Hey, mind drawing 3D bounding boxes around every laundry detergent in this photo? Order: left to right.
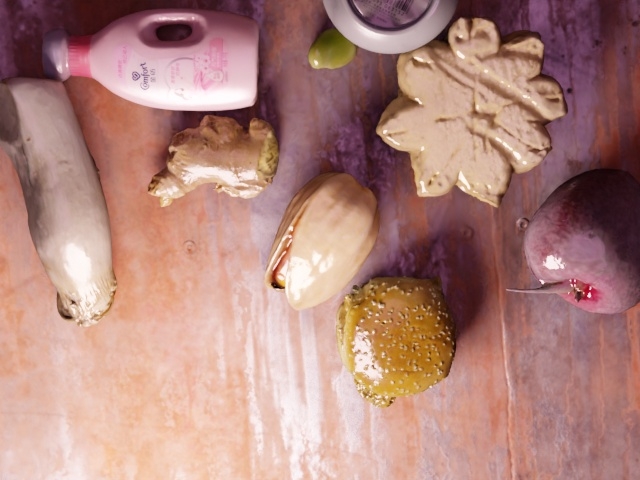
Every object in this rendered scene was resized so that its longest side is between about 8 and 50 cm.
[{"bbox_3d":[-0.264,-0.287,1.778,0.335,0.088,0.159,3,93,-1],"label":"laundry detergent"}]

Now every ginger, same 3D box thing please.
[{"bbox_3d":[-0.173,-0.130,1.802,0.213,0.074,0.138,-5,95,5],"label":"ginger"}]

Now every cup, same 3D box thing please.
[{"bbox_3d":[0.104,-0.381,1.657,0.205,0.312,0.206,1,104,2],"label":"cup"}]

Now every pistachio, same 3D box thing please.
[{"bbox_3d":[0.000,0.000,1.774,0.157,0.157,0.230,31,102,-3],"label":"pistachio"}]

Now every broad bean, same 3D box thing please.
[{"bbox_3d":[0.017,-0.305,1.806,0.083,0.045,0.063,-22,96,-7],"label":"broad bean"}]

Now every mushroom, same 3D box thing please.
[{"bbox_3d":[-0.408,-0.059,1.765,0.126,0.177,0.397,-21,93,-39],"label":"mushroom"}]

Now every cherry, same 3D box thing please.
[{"bbox_3d":[0.425,0.009,1.768,0.213,0.183,0.266,35,80,-18],"label":"cherry"}]

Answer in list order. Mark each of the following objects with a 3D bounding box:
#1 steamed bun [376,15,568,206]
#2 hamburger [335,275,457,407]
[{"bbox_3d":[0.228,-0.198,1.776,0.292,0.137,0.296,-20,101,-1],"label":"steamed bun"},{"bbox_3d":[0.122,0.162,1.805,0.189,0.122,0.215,-1,97,-3],"label":"hamburger"}]
